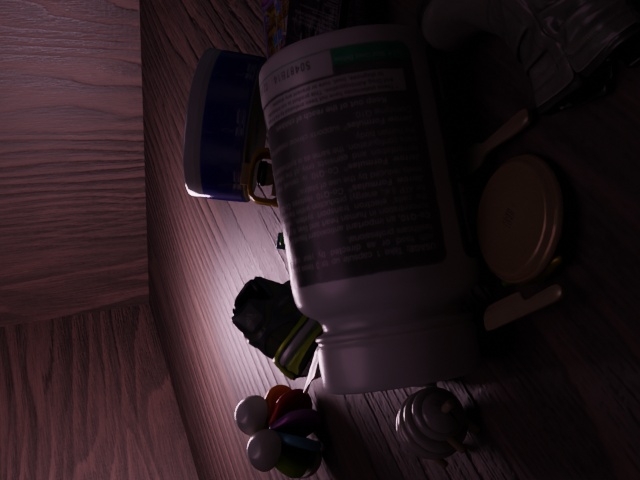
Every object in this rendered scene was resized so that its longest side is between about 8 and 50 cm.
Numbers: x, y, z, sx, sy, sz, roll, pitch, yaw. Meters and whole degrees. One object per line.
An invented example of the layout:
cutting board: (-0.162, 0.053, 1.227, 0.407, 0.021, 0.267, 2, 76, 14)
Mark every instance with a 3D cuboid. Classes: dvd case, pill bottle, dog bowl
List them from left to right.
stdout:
dog bowl: (-0.162, -0.202, 1.328, 0.265, 0.104, 0.264, 8, -90, -89)
dvd case: (-0.011, -0.246, 0.996, 0.164, 0.018, 0.221, -136, 47, -55)
pill bottle: (0.058, -0.028, 0.808, 0.204, 0.204, 0.360, 155, 107, -69)

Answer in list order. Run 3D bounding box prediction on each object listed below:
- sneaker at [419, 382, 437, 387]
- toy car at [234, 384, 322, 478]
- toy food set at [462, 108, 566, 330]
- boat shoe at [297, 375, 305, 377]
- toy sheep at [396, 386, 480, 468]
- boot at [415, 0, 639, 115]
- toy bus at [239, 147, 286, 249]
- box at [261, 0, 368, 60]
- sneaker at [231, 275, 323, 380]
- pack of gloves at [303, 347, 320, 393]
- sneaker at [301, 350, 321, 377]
sneaker: (0.088, 0.140, 0.991, 0.235, 0.090, 0.094, 170, 104, -66)
toy car: (-0.059, 0.350, 1.395, 0.136, 0.159, 0.182, -47, 43, 17)
toy food set: (0.192, -0.019, 0.708, 0.132, 0.039, 0.191, 140, 131, -60)
boat shoe: (-0.041, 0.192, 1.398, 0.042, 0.049, 0.132, -9, 79, 37)
toy sheep: (0.134, 0.215, 0.874, 0.132, 0.091, 0.091, 115, 142, -50)
boot: (0.170, -0.177, 0.642, 0.246, 0.084, 0.161, 145, 110, -69)
toy bus: (-0.076, -0.101, 1.202, 0.190, 0.105, 0.202, -87, 7, -46)
box: (-0.016, -0.331, 1.105, 0.293, 0.057, 0.200, -164, 67, -68)
sneaker: (-0.058, 0.094, 1.066, 0.111, 0.121, 0.300, -54, 6, 3)
pack of gloves: (0.044, 0.086, 1.038, 0.195, 0.046, 0.232, 112, 176, -59)
sneaker: (0.002, 0.170, 1.237, 0.115, 0.105, 0.281, 47, 155, -10)
